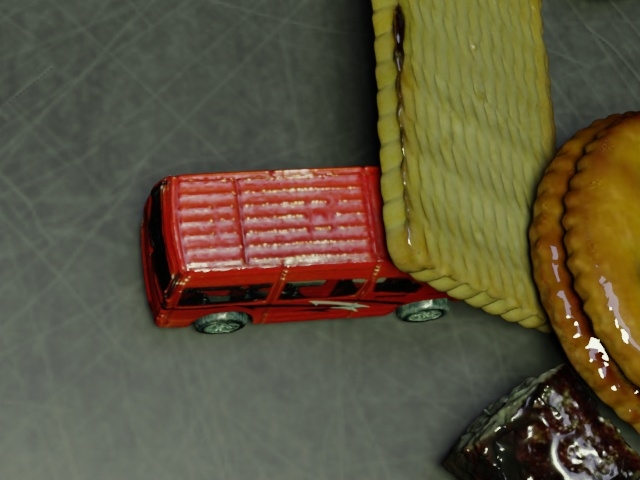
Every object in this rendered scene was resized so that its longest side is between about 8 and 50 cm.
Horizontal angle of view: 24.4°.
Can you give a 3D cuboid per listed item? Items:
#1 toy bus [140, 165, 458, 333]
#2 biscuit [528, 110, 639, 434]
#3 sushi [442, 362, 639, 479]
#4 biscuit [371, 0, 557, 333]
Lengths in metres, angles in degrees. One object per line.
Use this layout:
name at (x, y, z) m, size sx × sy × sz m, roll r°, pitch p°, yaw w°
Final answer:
toy bus at (0.000, 0.000, 0.838) m, size 0.195 × 0.089 × 0.081 m, roll -2°, pitch 71°, yaw -16°
biscuit at (0.223, 0.020, 0.875) m, size 0.221 × 0.066 × 0.220 m, roll 13°, pitch 65°, yaw -28°
sushi at (0.129, 0.118, 0.828) m, size 0.098 × 0.094 × 0.084 m, roll -37°, pitch 80°, yaw -18°
biscuit at (0.086, -0.081, 0.872) m, size 0.172 × 0.029 × 0.254 m, roll 23°, pitch 57°, yaw -45°
